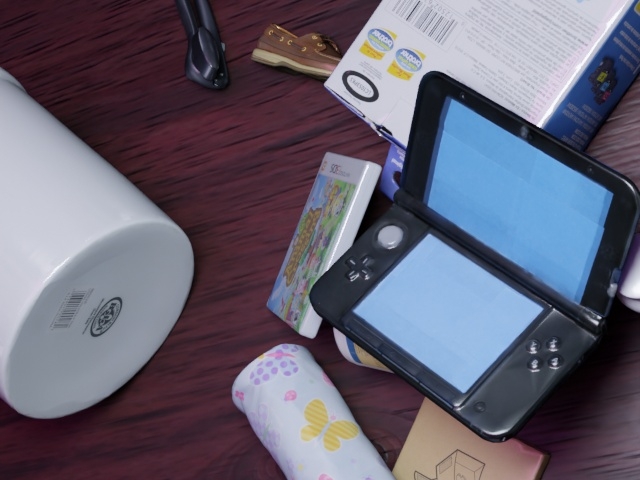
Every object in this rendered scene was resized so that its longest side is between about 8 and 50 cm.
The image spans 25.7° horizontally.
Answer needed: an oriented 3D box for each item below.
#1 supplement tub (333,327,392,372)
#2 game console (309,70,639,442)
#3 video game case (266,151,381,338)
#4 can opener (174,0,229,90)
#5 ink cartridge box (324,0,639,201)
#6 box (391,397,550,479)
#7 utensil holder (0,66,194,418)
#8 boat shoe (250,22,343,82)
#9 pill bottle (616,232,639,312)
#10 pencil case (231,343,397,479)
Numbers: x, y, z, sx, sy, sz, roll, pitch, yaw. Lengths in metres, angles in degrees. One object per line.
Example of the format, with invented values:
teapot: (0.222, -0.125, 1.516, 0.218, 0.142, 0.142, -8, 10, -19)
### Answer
supplement tub: (0.130, 0.088, 1.586, 0.199, 0.144, 0.144, 10, 86, 30)
game console: (0.145, 0.012, 1.428, 0.250, 0.173, 0.293, -45, 54, -15)
video game case: (0.000, 0.000, 1.674, 0.193, 0.023, 0.212, -154, 85, -75)
can opener: (-0.159, -0.282, 1.875, 0.073, 0.059, 0.186, -47, 48, 44)
ink cartridge box: (0.194, -0.202, 1.602, 0.270, 0.151, 0.395, 40, 99, 30)
box: (0.152, 0.299, 1.604, 0.164, 0.021, 0.201, 25, 93, 31)
utensil holder: (-0.398, -0.003, 1.805, 0.385, 0.327, 0.327, 37, 99, 26)
boat shoe: (-0.010, -0.236, 1.774, 0.178, 0.064, 0.060, 19, 92, 33)
pill bottle: (0.353, 0.038, 1.460, 0.087, 0.160, 0.087, -6, 77, 28)
pencil case: (0.002, 0.249, 1.631, 0.113, 0.124, 0.273, -21, 55, -23)
